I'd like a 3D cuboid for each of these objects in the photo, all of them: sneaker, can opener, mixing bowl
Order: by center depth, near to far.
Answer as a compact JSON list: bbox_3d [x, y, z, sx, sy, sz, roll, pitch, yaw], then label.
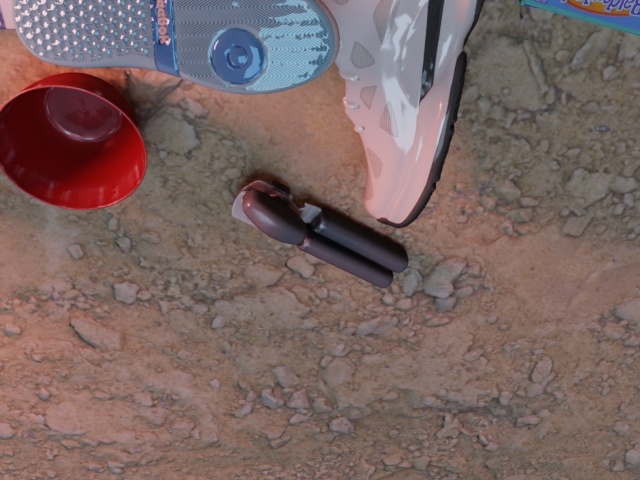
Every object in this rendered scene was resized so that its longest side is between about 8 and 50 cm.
[{"bbox_3d":[-0.122,-0.234,0.866,0.319,0.208,0.127,11,111,9],"label":"sneaker"},{"bbox_3d":[0.036,-0.229,0.949,0.257,0.169,0.447,10,124,1],"label":"sneaker"},{"bbox_3d":[-0.298,-0.136,1.035,0.181,0.098,0.181,-2,132,-2],"label":"mixing bowl"},{"bbox_3d":[0.000,0.000,1.181,0.280,0.093,0.074,24,126,-28],"label":"can opener"}]

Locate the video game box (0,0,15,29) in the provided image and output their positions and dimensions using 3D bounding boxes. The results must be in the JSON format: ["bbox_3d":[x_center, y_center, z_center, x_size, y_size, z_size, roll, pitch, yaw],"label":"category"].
[{"bbox_3d":[-0.428,-0.316,0.902,0.205,0.048,0.187,-1,130,-1],"label":"video game box"}]

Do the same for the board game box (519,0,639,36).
[{"bbox_3d":[0.327,-0.337,0.910,0.160,0.047,0.210,11,130,-13],"label":"board game box"}]
